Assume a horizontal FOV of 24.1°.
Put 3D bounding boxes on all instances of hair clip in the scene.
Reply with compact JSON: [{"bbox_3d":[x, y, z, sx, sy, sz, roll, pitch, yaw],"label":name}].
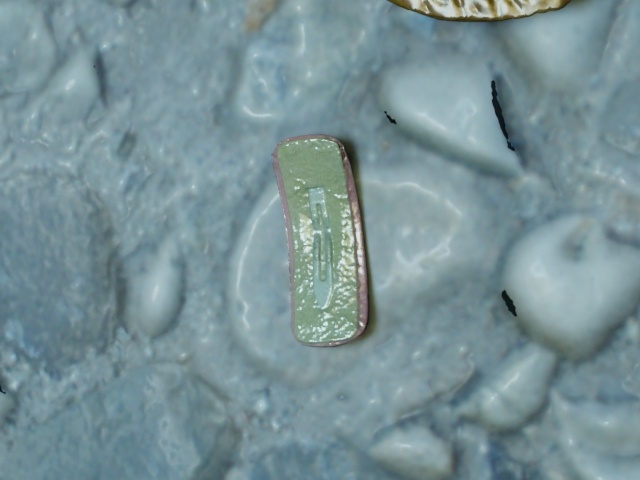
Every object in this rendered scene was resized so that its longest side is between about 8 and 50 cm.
[{"bbox_3d":[0.000,0.000,0.969,0.054,0.022,0.137,-7,90,18],"label":"hair clip"}]

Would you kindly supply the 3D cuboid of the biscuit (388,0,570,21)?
[{"bbox_3d":[0.101,-0.261,0.921,0.262,0.037,0.262,1,92,17],"label":"biscuit"}]
